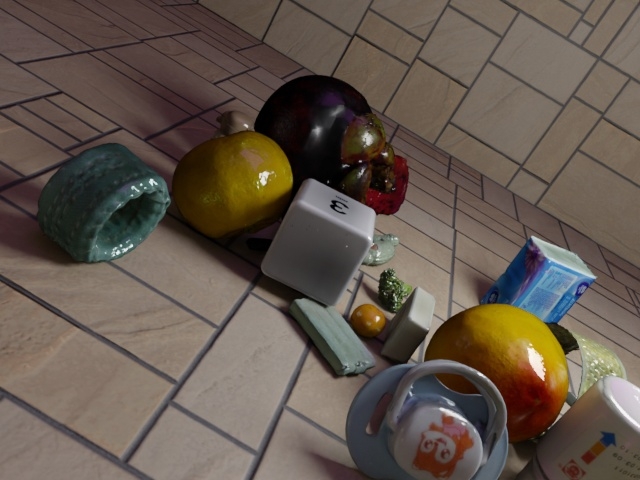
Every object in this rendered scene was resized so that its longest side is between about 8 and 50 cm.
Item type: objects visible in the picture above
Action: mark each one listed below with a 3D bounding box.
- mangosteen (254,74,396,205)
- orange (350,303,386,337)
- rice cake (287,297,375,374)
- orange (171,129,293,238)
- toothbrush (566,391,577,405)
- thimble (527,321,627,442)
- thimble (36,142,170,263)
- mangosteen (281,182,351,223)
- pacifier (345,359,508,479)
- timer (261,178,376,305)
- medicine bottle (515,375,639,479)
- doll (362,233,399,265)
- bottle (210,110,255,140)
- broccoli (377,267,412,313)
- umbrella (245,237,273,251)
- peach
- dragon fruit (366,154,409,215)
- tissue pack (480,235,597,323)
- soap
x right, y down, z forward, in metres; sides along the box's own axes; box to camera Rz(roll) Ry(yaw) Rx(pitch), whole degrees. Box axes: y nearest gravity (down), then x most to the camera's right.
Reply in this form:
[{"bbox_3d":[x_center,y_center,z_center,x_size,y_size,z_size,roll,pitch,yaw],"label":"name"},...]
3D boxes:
[{"bbox_3d":[0.012,-0.260,1.881,0.421,0.381,0.381,33,23,-12],"label":"mangosteen"},{"bbox_3d":[0.109,0.181,1.507,0.083,0.070,0.083,30,21,-13],"label":"orange"},{"bbox_3d":[0.025,0.202,1.410,0.124,0.038,0.211,0,39,-50],"label":"rice cake"},{"bbox_3d":[-0.198,-0.123,1.516,0.235,0.279,0.279,66,27,-3],"label":"orange"},{"bbox_3d":[0.737,0.496,1.679,0.297,0.030,0.031,47,18,32],"label":"toothbrush"},{"bbox_3d":[0.531,0.327,1.478,0.150,0.270,0.271,23,25,-20],"label":"thimble"},{"bbox_3d":[-0.405,-0.063,1.241,0.143,0.198,0.235,40,58,15],"label":"thimble"},{"bbox_3d":[0.001,-0.048,1.687,0.210,0.210,0.210,25,25,-13],"label":"mangosteen"},{"bbox_3d":[0.184,0.325,1.189,0.299,0.244,0.233,28,-6,-10],"label":"pacifier"},{"bbox_3d":[0.000,0.000,1.496,0.192,0.194,0.195,27,23,-3],"label":"timer"},{"bbox_3d":[0.513,0.411,1.263,0.170,0.293,0.170,26,26,-14],"label":"medicine bottle"},{"bbox_3d":[0.153,0.024,1.862,0.104,0.071,0.214,28,30,24],"label":"doll"},{"bbox_3d":[-0.250,-0.242,1.732,0.110,0.209,0.097,39,25,18],"label":"bottle"},{"bbox_3d":[0.188,0.126,1.684,0.092,0.095,0.097,-8,36,-36],"label":"broccoli"},{"bbox_3d":[-0.124,0.010,1.613,0.133,0.031,0.036,7,54,-45],"label":"umbrella"},{"bbox_3d":[0.345,0.271,1.329,0.289,0.289,0.308,32,28,1],"label":"peach"},{"bbox_3d":[0.144,-0.161,2.143,0.302,0.240,0.330,16,-14,41],"label":"dragon fruit"},{"bbox_3d":[0.630,0.144,1.941,0.198,0.263,0.146,20,26,-22],"label":"tissue pack"},{"bbox_3d":[0.206,0.197,1.528,0.064,0.121,0.183,33,23,1],"label":"soap"}]
